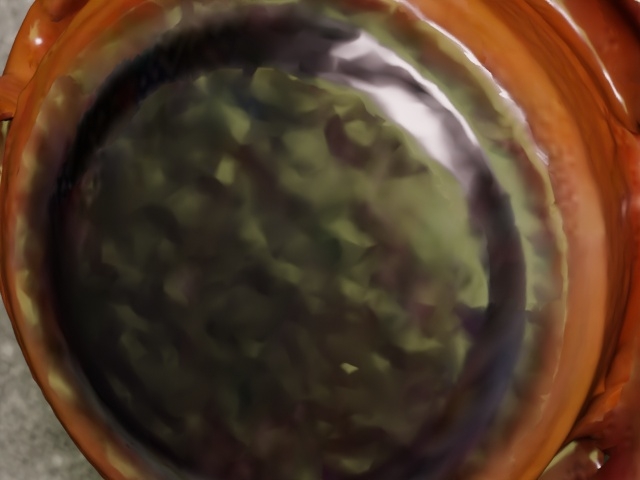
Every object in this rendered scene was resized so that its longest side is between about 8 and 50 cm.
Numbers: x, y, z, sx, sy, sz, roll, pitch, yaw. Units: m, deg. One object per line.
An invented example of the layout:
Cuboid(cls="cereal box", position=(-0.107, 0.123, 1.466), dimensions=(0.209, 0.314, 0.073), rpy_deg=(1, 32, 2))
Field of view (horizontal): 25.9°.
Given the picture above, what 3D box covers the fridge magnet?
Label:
Cuboid(cls="fridge magnet", position=(0.000, 0.000, 0.627), dimensions=(0.364, 0.155, 0.363), rpy_deg=(5, 104, 20))
